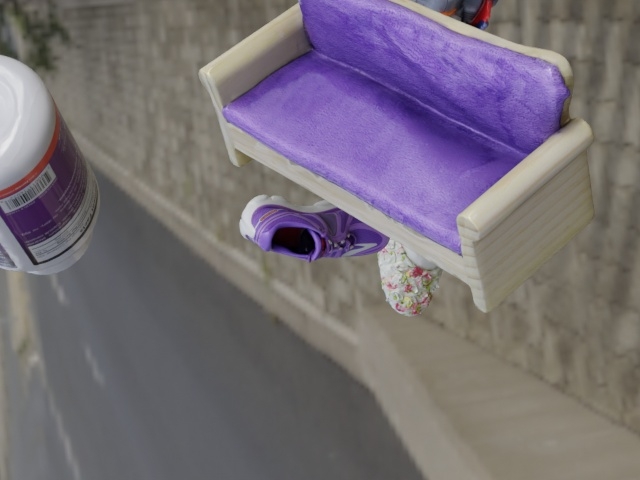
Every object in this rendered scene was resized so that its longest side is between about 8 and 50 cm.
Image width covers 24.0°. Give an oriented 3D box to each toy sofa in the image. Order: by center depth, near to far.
[{"bbox_3d":[0.060,-0.107,1.341,0.362,0.150,0.177,32,150,38],"label":"toy sofa"}]

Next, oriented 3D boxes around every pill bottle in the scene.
[{"bbox_3d":[-0.378,-0.078,1.846,0.323,0.181,0.182,76,178,-65],"label":"pill bottle"}]

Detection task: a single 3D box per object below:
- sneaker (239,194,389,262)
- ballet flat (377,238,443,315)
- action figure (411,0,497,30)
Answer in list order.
[{"bbox_3d":[0.000,0.000,1.532,0.071,0.169,0.068,51,132,48],"label":"sneaker"},{"bbox_3d":[0.115,-0.034,1.724,0.077,0.091,0.241,-33,46,55],"label":"ballet flat"},{"bbox_3d":[0.129,-0.381,2.056,0.341,0.178,0.330,145,118,-63],"label":"action figure"}]
